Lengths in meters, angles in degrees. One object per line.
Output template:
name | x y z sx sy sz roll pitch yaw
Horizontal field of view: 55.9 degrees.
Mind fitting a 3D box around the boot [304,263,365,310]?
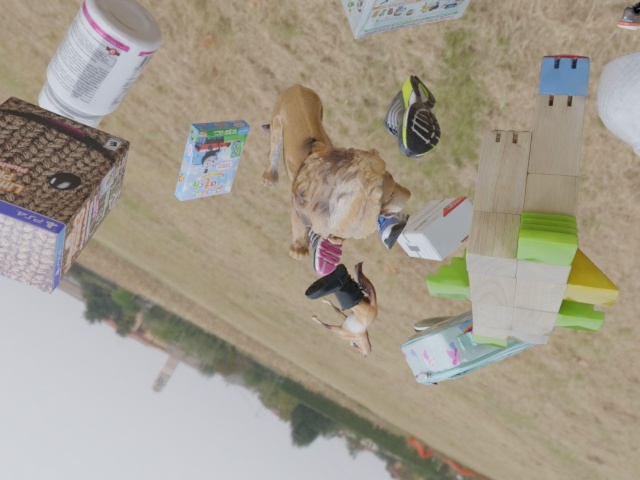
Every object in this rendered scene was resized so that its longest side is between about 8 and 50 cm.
boot | 0.036 0.121 1.376 0.099 0.121 0.045 57 170 -27

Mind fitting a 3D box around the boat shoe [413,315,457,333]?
boat shoe | 0.369 0.247 1.647 0.233 0.079 0.084 -2 -172 -12

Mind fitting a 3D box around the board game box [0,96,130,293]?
board game box | -0.502 -0.087 1.038 0.232 0.291 0.141 20 129 -7

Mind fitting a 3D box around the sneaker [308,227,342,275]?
sneaker | 0.000 0.000 1.260 0.063 0.170 0.075 24 146 -36

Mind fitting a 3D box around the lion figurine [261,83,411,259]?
lion figurine | -0.016 -0.133 0.936 0.392 0.142 0.240 60 156 32

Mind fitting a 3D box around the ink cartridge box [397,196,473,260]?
ink cartridge box | 0.383 -0.041 1.996 0.114 0.197 0.273 53 171 -10

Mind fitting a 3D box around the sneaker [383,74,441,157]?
sneaker | 0.219 -0.288 1.496 0.111 0.300 0.121 35 128 -18

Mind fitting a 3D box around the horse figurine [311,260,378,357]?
horse figurine | 0.078 0.175 1.482 0.174 0.066 0.263 36 134 15

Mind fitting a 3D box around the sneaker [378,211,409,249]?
sneaker | 0.165 -0.039 1.492 0.081 0.080 0.211 33 -165 2

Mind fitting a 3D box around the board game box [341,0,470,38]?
board game box | 0.174 -0.473 0.983 0.303 0.224 0.097 119 134 -71

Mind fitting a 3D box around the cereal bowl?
cereal bowl | 0.655 -0.209 1.055 0.339 0.141 0.339 14 -178 0

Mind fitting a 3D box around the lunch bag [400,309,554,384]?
lunch bag | 0.310 0.199 1.212 0.107 0.279 0.224 68 162 8

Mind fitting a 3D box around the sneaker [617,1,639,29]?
sneaker | 0.850 -0.596 1.592 0.061 0.158 0.064 33 131 42

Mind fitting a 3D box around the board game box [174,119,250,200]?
board game box | -0.279 -0.206 1.550 0.039 0.160 0.211 45 130 27

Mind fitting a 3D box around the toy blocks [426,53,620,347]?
toy blocks | 0.249 -0.040 0.732 0.191 0.260 0.381 7 158 18

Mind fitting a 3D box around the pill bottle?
pill bottle | -0.470 -0.368 1.267 0.160 0.160 0.283 35 124 -21
